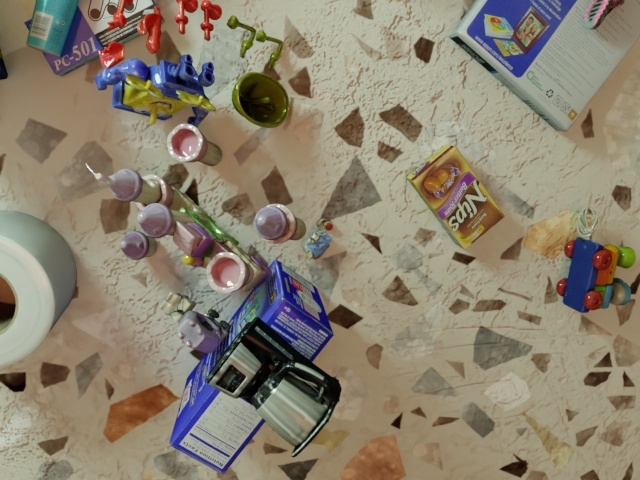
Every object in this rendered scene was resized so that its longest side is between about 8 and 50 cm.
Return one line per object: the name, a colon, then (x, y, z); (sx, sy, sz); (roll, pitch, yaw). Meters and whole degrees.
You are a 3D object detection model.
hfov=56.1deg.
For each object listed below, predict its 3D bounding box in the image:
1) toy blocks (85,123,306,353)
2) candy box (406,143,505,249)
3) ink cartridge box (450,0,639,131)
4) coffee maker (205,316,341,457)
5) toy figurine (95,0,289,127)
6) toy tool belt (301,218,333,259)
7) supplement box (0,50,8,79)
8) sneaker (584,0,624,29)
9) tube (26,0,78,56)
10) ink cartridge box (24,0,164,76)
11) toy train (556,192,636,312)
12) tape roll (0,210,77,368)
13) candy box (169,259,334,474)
toy blocks: (-0.228, -0.001, 0.995); (0.288, 0.260, 0.309); (41, 97, 12)
candy box: (0.273, -0.087, 1.211); (0.109, 0.053, 0.187); (-40, 108, 1)
ink cartridge box: (0.454, -0.424, 1.150); (0.303, 0.072, 0.307); (35, 94, -15)
coffee maker: (-0.068, 0.213, 0.913); (0.178, 0.171, 0.120); (40, 88, 1)
toy figurine: (-0.252, -0.284, 1.040); (0.362, 0.217, 0.192); (3, 80, -49)
toy tool belt: (0.000, 0.000, 1.187); (0.052, 0.051, 0.083); (37, 95, -16)
supplement box: (-0.621, -0.411, 0.888); (0.195, 0.194, 0.357); (-15, 106, -21)
sneaker: (0.534, -0.440, 1.106); (0.057, 0.047, 0.119); (22, 100, -25)
tube: (-0.422, -0.407, 0.974); (0.080, 0.052, 0.207); (16, 95, -26)
ink cartridge box: (-0.384, -0.375, 1.032); (0.207, 0.046, 0.097); (-28, 105, -1)
toy train: (0.606, 0.027, 1.274); (0.143, 0.105, 0.248); (2, 104, -20)
tape roll: (-0.572, 0.082, 1.053); (0.246, 0.169, 0.246); (-2, 105, -9)
candy box: (-0.127, 0.219, 1.109); (0.122, 0.268, 0.317); (37, 96, -12)
